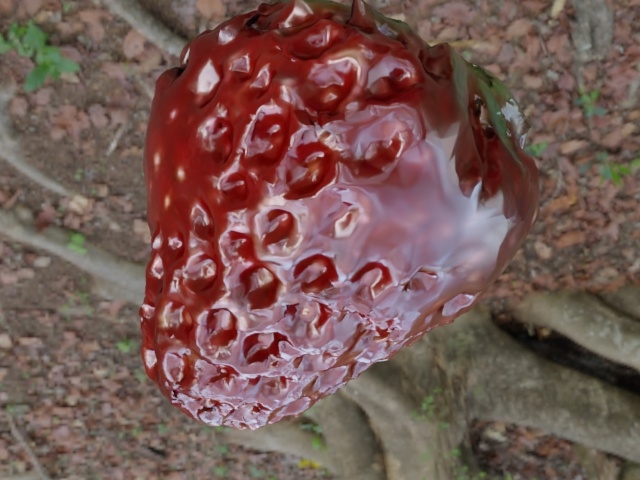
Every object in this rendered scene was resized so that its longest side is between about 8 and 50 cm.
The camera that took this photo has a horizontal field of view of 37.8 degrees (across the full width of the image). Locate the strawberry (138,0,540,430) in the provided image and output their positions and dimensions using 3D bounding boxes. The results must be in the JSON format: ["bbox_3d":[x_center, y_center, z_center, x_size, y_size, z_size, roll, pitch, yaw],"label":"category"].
[{"bbox_3d":[0.000,0.000,0.724,0.295,0.345,0.317,23,-173,7],"label":"strawberry"}]
